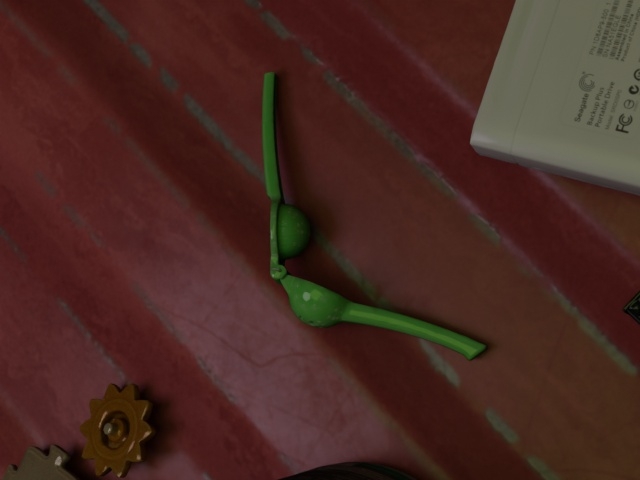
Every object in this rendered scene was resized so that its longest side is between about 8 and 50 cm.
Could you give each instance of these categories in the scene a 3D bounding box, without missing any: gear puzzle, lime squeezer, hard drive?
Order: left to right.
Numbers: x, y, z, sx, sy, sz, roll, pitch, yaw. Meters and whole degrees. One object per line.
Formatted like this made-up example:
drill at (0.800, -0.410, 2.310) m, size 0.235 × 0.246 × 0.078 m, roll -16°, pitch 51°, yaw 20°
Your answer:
gear puzzle at (-0.238, 0.284, 1.077) m, size 0.175 × 0.044 × 0.339 m, roll 25°, pitch 92°, yaw 36°
lime squeezer at (0.000, 0.000, 0.989) m, size 0.110 × 0.059 × 0.310 m, roll -41°, pitch 71°, yaw 16°
hard drive at (0.311, -0.133, 0.854) m, size 0.353 × 0.047 × 0.233 m, roll 17°, pitch 83°, yaw 24°

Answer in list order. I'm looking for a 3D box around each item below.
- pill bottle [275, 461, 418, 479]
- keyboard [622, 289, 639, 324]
pill bottle at (-0.031, 0.273, 0.817) m, size 0.204 × 0.361 × 0.204 m, roll -2°, pitch 85°, yaw 23°
keyboard at (0.306, 0.003, 0.878) m, size 0.108 × 0.023 × 0.180 m, roll 44°, pitch 102°, yaw 13°
